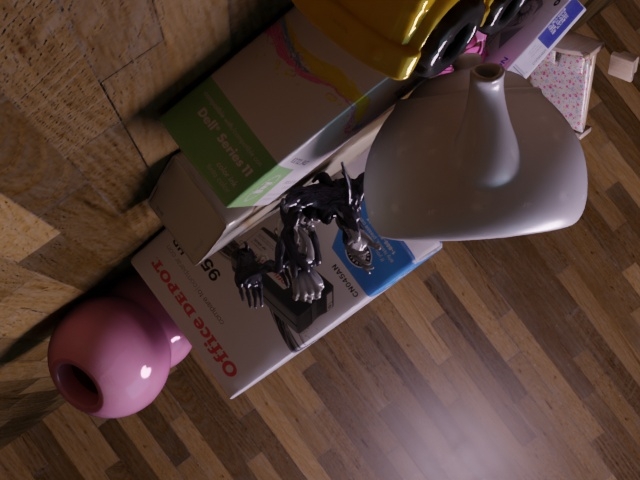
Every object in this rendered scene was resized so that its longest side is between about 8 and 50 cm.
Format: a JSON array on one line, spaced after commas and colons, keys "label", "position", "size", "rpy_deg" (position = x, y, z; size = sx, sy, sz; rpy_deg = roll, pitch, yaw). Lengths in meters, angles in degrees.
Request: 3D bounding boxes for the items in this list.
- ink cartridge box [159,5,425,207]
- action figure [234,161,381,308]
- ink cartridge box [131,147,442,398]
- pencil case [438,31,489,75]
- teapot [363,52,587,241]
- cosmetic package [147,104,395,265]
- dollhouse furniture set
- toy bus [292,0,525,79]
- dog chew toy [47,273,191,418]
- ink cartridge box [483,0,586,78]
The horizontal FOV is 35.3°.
[{"label": "ink cartridge box", "position": [0.027, -0.185, 1.047], "size": [0.353, 0.119, 0.207], "rpy_deg": [-38, 177, 9]}, {"label": "action figure", "position": [0.000, 0.000, 1.287], "size": [0.164, 0.141, 0.275], "rpy_deg": [-20, 169, -36]}, {"label": "ink cartridge box", "position": [-0.058, 0.019, 1.584], "size": [0.395, 0.285, 0.166], "rpy_deg": [-39, 175, 23]}, {"label": "pencil case", "position": [0.224, -0.312, 1.622], "size": [0.098, 0.095, 0.209], "rpy_deg": [-2, -176, 9]}, {"label": "teapot", "position": [0.159, -0.104, 1.068], "size": [0.252, 0.187, 0.256], "rpy_deg": [-10, -173, -43]}, {"label": "cosmetic package", "position": [-0.058, -0.110, 1.313], "size": [0.309, 0.113, 0.160], "rpy_deg": [-36, 177, -28]}, {"label": "dollhouse furniture set", "position": [0.399, -0.247, 1.954], "size": [0.173, 0.355, 0.303], "rpy_deg": [-35, 138, -34]}, {"label": "toy bus", "position": [0.100, -0.261, 0.772], "size": [0.220, 0.149, 0.211], "rpy_deg": [-37, 162, -41]}, {"label": "dog chew toy", "position": [-0.310, 0.154, 1.732], "size": [0.206, 0.207, 0.332], "rpy_deg": [-40, -177, 43]}, {"label": "ink cartridge box", "position": [0.323, -0.351, 1.751], "size": [0.223, 0.045, 0.224], "rpy_deg": [-50, -153, 7]}]
